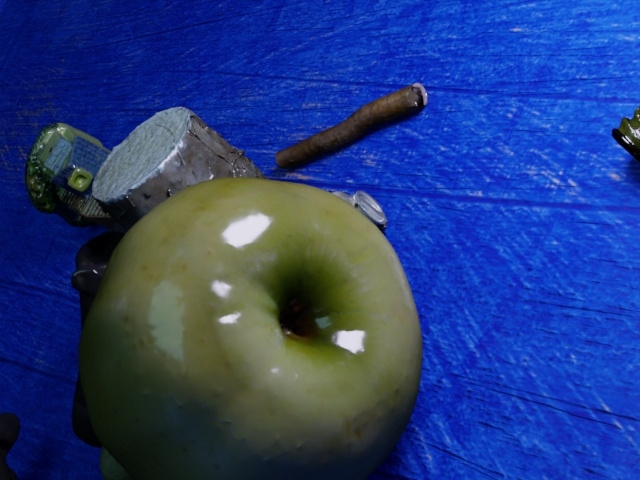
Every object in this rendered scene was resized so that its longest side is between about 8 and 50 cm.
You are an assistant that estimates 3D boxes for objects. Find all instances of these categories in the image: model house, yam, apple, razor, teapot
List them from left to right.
[{"bbox_3d":[-0.488,-0.116,2.400,0.195,0.214,0.189,-58,35,-4],"label":"model house"},{"bbox_3d":[-0.343,0.163,1.935,0.204,0.113,0.349,-68,-16,-68],"label":"razor"},{"bbox_3d":[-0.193,-0.041,1.900,0.241,0.348,0.241,-24,41,23],"label":"yam"},{"bbox_3d":[-0.098,0.149,1.528,0.473,0.473,0.474,-31,43,34],"label":"apple"},{"bbox_3d":[0.000,0.000,1.798,0.200,0.107,0.077,-41,35,22],"label":"teapot"},{"bbox_3d":[0.042,-0.185,1.944,0.327,0.045,0.045,-21,26,42],"label":"yam"}]

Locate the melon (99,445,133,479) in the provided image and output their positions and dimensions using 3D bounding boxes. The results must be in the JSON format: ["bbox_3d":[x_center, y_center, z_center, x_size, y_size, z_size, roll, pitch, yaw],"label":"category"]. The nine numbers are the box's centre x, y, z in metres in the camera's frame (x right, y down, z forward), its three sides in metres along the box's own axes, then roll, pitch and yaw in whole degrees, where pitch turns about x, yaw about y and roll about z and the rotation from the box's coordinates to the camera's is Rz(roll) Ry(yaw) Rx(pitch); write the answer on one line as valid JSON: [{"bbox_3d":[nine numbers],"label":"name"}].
[{"bbox_3d":[-0.271,0.329,1.853,0.192,0.139,0.139,-47,36,20],"label":"melon"}]

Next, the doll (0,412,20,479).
[{"bbox_3d":[-0.605,0.517,2.075,0.382,0.378,0.252,-49,-21,-46],"label":"doll"}]

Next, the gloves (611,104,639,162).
[{"bbox_3d":[0.453,-0.209,1.404,0.268,0.107,0.135,-64,23,22],"label":"gloves"}]

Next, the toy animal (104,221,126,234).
[{"bbox_3d":[-0.350,-0.046,2.285,0.210,0.121,0.117,-17,32,52],"label":"toy animal"}]
